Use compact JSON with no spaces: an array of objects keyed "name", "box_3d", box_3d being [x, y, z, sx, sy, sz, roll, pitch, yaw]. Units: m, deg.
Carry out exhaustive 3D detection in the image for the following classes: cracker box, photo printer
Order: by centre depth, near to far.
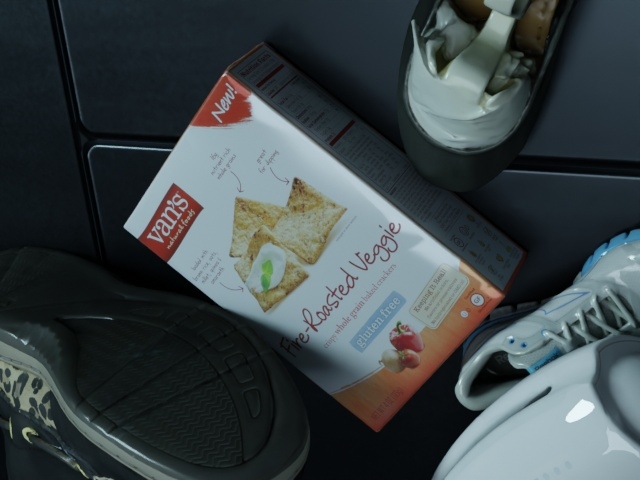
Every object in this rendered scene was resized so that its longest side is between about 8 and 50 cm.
[{"name":"photo printer","box_3d":[0.223,0.196,0.868,0.307,0.107,0.256,27,135,-7]},{"name":"cracker box","box_3d":[0.000,0.000,0.940,0.232,0.067,0.156,39,125,2]}]

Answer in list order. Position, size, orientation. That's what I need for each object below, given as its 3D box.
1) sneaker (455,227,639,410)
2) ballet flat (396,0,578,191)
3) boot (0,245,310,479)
[{"name":"sneaker","box_3d":[0.164,0.062,0.890,0.190,0.083,0.071,-35,96,33]},{"name":"ballet flat","box_3d":[0.099,-0.135,0.806,0.095,0.096,0.280,25,124,10]},{"name":"boot","box_3d":[-0.134,0.181,1.011,0.377,0.138,0.284,20,129,41]}]
